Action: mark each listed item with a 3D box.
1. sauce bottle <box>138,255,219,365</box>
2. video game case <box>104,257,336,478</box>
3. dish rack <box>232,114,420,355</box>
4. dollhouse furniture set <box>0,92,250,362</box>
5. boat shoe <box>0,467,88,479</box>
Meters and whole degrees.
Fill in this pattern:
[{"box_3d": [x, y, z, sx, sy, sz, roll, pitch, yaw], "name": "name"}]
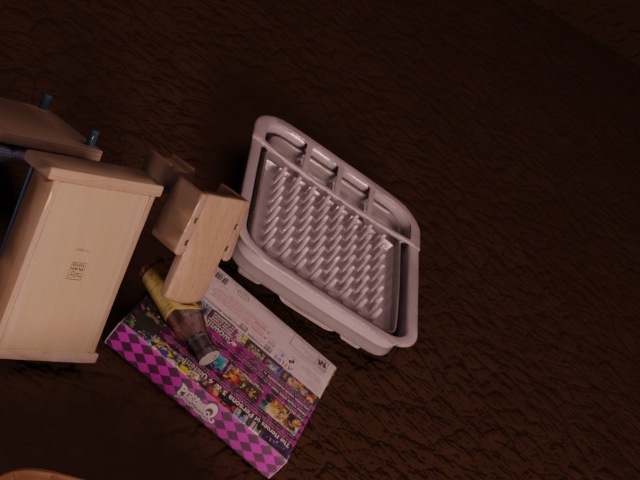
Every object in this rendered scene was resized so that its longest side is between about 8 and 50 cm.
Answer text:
[{"box_3d": [-0.148, 0.075, 1.522, 0.042, 0.042, 0.128, -3, 53, -54], "name": "sauce bottle"}, {"box_3d": [-0.104, 0.128, 1.591, 0.232, 0.042, 0.210, 40, 28, -4], "name": "video game case"}, {"box_3d": [0.000, 0.000, 1.871, 0.285, 0.072, 0.333, 34, 29, -17], "name": "dish rack"}, {"box_3d": [-0.296, -0.032, 1.498, 0.286, 0.198, 0.303, 9, 20, -47], "name": "dollhouse furniture set"}, {"box_3d": [-0.141, 0.279, 1.243, 0.342, 0.123, 0.123, 19, -10, -15], "name": "boat shoe"}]
